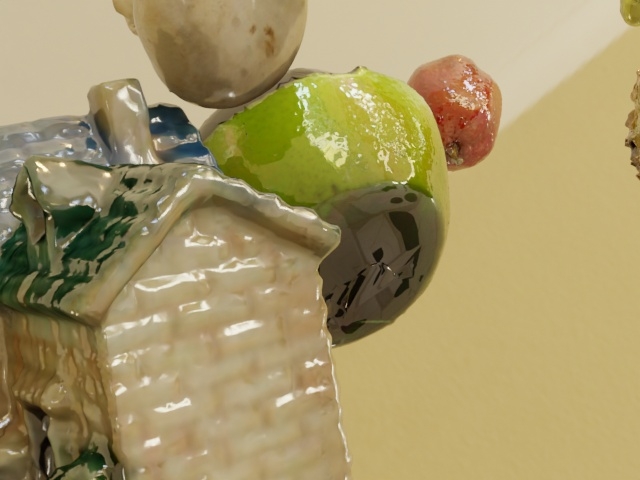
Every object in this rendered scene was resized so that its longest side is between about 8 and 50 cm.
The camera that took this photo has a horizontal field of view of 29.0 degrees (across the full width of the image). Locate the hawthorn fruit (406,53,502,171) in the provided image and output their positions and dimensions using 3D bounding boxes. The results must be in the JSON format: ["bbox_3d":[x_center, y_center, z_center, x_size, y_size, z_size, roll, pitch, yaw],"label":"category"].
[{"bbox_3d":[0.245,-0.225,2.325,0.205,0.253,0.205,5,-46,5],"label":"hawthorn fruit"}]

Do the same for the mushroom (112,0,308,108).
[{"bbox_3d":[-0.120,-0.235,1.241,0.204,0.204,0.204,-28,-33,-21],"label":"mushroom"}]

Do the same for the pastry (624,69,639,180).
[{"bbox_3d":[0.551,-0.112,1.337,0.337,0.292,0.405,12,-18,-38],"label":"pastry"}]

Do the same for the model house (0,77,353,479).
[{"bbox_3d":[-0.219,0.063,1.100,0.395,0.445,0.399,-10,-80,-32],"label":"model house"}]

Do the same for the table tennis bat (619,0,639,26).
[{"bbox_3d":[0.637,-0.366,1.848,0.054,0.369,0.224,-67,-29,-61],"label":"table tennis bat"}]

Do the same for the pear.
[{"bbox_3d":[0.005,0.002,1.449,0.399,0.165,0.398,-15,-46,-16],"label":"pear"}]
